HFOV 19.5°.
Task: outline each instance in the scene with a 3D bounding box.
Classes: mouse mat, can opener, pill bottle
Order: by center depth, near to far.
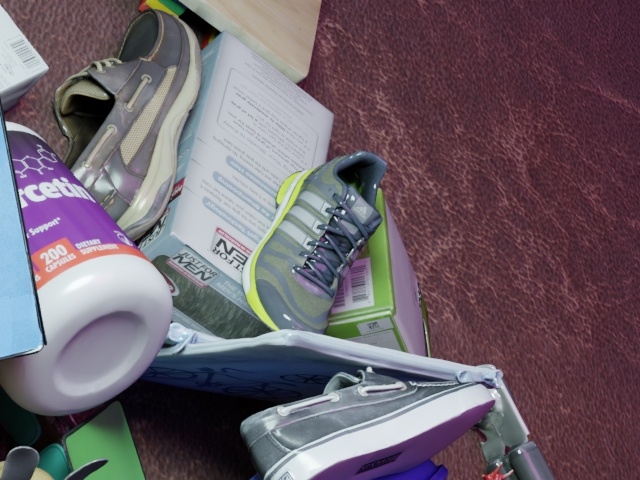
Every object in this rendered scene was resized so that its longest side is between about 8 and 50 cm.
[{"bbox_3d":[-0.296,0.008,1.805,0.181,0.181,0.323,1,36,-48],"label":"pill bottle"},{"bbox_3d":[-0.201,0.242,1.815,0.190,0.007,0.152,-37,111,-78],"label":"mouse mat"},{"bbox_3d":[0.261,0.281,2.341,0.095,0.076,0.283,-11,70,-51],"label":"can opener"}]

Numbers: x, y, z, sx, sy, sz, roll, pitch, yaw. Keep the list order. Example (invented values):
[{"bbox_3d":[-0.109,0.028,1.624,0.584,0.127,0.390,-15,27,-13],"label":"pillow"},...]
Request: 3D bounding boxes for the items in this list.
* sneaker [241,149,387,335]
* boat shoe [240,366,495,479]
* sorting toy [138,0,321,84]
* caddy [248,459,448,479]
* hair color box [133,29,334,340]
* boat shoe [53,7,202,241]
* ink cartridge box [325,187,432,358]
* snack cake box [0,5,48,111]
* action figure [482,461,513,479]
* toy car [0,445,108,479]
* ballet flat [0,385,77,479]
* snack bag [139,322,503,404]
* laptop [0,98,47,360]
[{"bbox_3d":[0.000,0.000,2.055,0.111,0.121,0.300,38,38,-22],"label":"sneaker"},{"bbox_3d":[0.046,0.170,1.787,0.301,0.108,0.102,-15,62,-42],"label":"boat shoe"},{"bbox_3d":[-0.127,-0.338,2.431,0.257,0.089,0.255,35,38,-22],"label":"sorting toy"},{"bbox_3d":[-0.008,0.304,1.878,0.179,0.241,0.341,48,35,5],"label":"caddy"},{"bbox_3d":[-0.105,-0.056,2.188,0.185,0.113,0.374,37,37,-23],"label":"hair color box"},{"bbox_3d":[-0.226,-0.153,2.121,0.130,0.132,0.355,33,38,-26],"label":"boat shoe"},{"bbox_3d":[0.068,0.091,2.287,0.255,0.097,0.189,66,15,-49],"label":"ink cartridge box"},{"bbox_3d":[-0.435,-0.243,1.999,0.264,0.089,0.152,53,37,1],"label":"snack cake box"},{"bbox_3d":[0.232,0.365,2.188,0.280,0.139,0.091,32,39,-23],"label":"action figure"},{"bbox_3d":[-0.284,0.226,1.671,0.155,0.188,0.149,11,52,-44],"label":"toy car"},{"bbox_3d":[-0.261,0.201,1.826,0.079,0.077,0.221,-6,60,-55],"label":"ballet flat"},{"bbox_3d":[-0.037,0.127,1.930,0.323,0.342,0.037,15,73,-41],"label":"snack bag"},{"bbox_3d":[-0.484,-0.072,1.616,0.408,0.236,0.382,37,27,-47],"label":"laptop"}]
